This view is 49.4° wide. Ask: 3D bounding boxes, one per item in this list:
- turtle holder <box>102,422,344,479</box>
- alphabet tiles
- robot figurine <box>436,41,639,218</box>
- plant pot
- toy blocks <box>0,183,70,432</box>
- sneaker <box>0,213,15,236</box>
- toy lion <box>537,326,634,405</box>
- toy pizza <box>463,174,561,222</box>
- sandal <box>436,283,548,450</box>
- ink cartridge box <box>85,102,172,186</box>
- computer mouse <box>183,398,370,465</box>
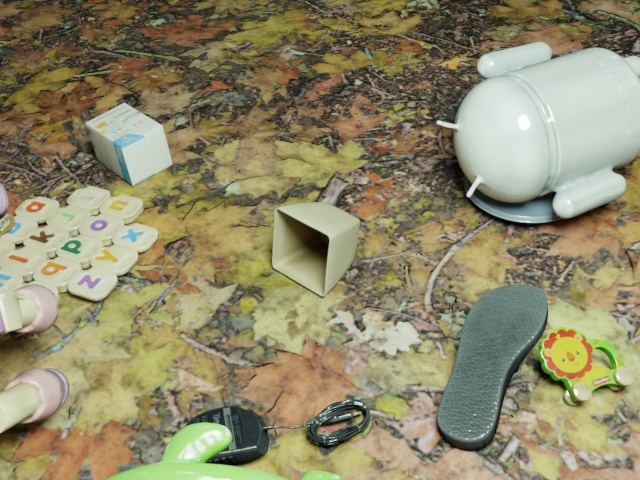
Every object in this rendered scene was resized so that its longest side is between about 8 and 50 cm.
[{"bbox_3d":[-0.115,0.302,0.584,0.243,0.320,0.227,-26,39,19],"label":"turtle holder"},{"bbox_3d":[-0.420,0.010,1.142,0.277,0.021,0.284,14,46,19],"label":"alphabet tiles"},{"bbox_3d":[0.359,-0.180,1.093,0.353,0.200,0.300,-20,70,-14],"label":"robot figurine"},{"bbox_3d":[0.000,0.000,1.057,0.109,0.109,0.096,28,40,31],"label":"plant pot"},{"bbox_3d":[-0.480,0.096,0.891,0.288,0.309,0.260,-12,0,4],"label":"toy blocks"},{"bbox_3d":[-0.543,-0.014,1.146,0.036,0.032,0.083,5,36,31],"label":"sneaker"},{"bbox_3d":[0.329,0.152,0.880,0.100,0.034,0.096,-15,68,-12],"label":"toy lion"},{"bbox_3d":[0.343,-0.090,1.172,0.201,0.032,0.201,-4,43,3],"label":"toy pizza"},{"bbox_3d":[0.220,0.158,0.906,0.097,0.054,0.254,17,56,32],"label":"sandal"},{"bbox_3d":[-0.362,-0.183,1.297,0.143,0.090,0.092,32,54,33],"label":"ink cartridge box"},{"bbox_3d":[-0.055,0.236,0.855,0.242,0.041,0.071,-5,40,-9],"label":"computer mouse"}]
